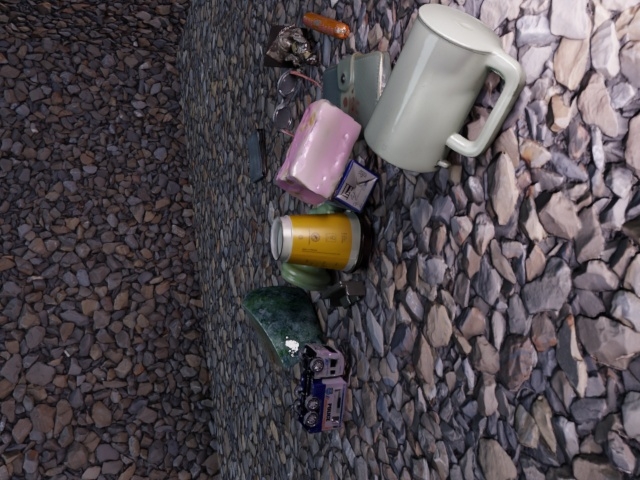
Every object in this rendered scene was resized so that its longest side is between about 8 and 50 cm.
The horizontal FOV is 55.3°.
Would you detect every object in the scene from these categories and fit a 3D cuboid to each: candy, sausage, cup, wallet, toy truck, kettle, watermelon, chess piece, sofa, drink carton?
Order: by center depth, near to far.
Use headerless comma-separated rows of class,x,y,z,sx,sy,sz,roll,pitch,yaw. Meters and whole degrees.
kettle,0.255,-0.312,1.338,0.265,0.204,0.318,-111,34,-42
candy,-0.004,-0.246,1.721,0.115,0.155,0.265,-8,57,62
wallet,0.102,-0.422,1.813,0.360,0.083,0.253,6,102,64
cup,0.000,0.000,1.817,0.196,0.279,0.197,-178,90,-71
drink carton,0.039,-0.181,1.876,0.131,0.106,0.315,-62,27,-2
sofa,0.069,0.173,1.891,0.147,0.085,0.060,140,128,-59
toy truck,0.007,0.466,1.960,0.124,0.155,0.268,-157,71,-63
chess piece,-0.012,0.005,2.020,0.176,0.175,0.299,42,115,58
sausage,0.013,-0.713,2.024,0.348,0.053,0.053,-132,47,-55
watermelon,-0.142,0.329,2.228,0.387,0.228,0.259,53,146,39
wallet,-0.281,-0.374,2.702,0.167,0.036,0.222,160,106,-64

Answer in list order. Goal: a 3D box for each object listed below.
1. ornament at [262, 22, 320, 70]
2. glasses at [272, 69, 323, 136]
ornament,-0.083,-0.659,2.153,0.196,0.153,0.167,47,134,43
glasses,-0.052,-0.471,2.198,0.268,0.118,0.234,33,121,38
